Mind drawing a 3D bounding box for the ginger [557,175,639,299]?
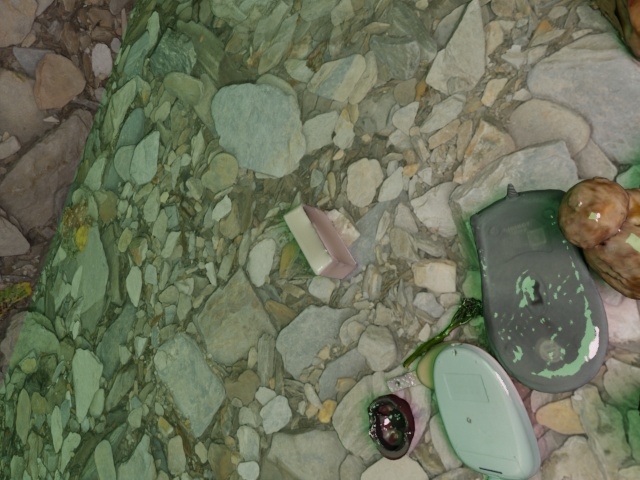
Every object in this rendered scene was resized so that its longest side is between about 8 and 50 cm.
[{"bbox_3d":[0.506,-0.026,0.673,0.303,0.155,0.245,-21,96,-7],"label":"ginger"}]

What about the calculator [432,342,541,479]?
[{"bbox_3d":[0.293,0.329,0.822,0.184,0.042,0.296,-22,86,54],"label":"calculator"}]

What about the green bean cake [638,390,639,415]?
[{"bbox_3d":[0.562,0.222,0.579,0.246,0.249,0.157,-38,63,24],"label":"green bean cake"}]

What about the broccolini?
[{"bbox_3d":[0.251,0.197,0.935,0.218,0.042,0.044,-52,31,21],"label":"broccolini"}]

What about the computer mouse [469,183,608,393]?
[{"bbox_3d":[0.383,0.075,0.810,0.188,0.121,0.372,-17,68,31],"label":"computer mouse"}]

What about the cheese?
[{"bbox_3d":[0.218,0.273,0.933,0.192,0.037,0.097,-30,77,30],"label":"cheese"}]

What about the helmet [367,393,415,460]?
[{"bbox_3d":[0.154,0.379,0.944,0.098,0.070,0.123,-18,78,37],"label":"helmet"}]

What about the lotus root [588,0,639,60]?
[{"bbox_3d":[0.522,-0.440,0.785,0.074,0.170,0.261,-28,62,24],"label":"lotus root"}]

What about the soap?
[{"bbox_3d":[0.000,0.000,1.085,0.063,0.121,0.183,-41,61,20],"label":"soap"}]
